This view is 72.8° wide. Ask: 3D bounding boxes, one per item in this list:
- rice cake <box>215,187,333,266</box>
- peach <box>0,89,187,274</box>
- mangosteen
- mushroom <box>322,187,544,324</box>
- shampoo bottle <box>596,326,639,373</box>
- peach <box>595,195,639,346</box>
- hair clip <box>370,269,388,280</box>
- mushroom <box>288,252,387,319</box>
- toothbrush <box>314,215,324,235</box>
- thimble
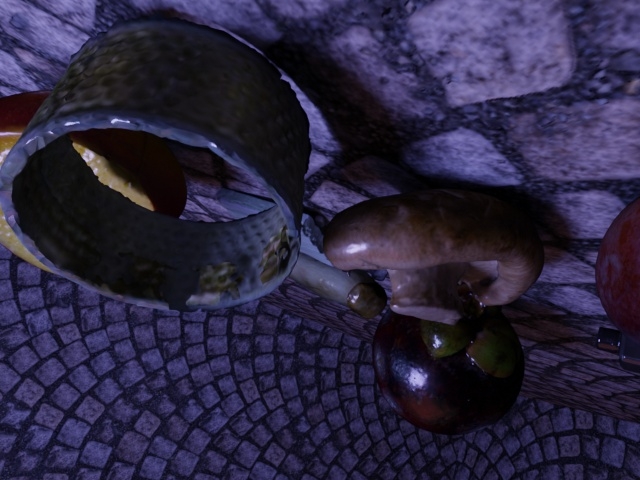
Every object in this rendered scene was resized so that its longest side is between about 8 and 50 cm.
[{"bbox_3d":[-0.077,-0.024,0.826,0.198,0.037,0.189,16,161,33],"label":"rice cake"},{"bbox_3d":[-0.346,-0.086,0.606,0.245,0.248,0.275,35,174,44],"label":"peach"},{"bbox_3d":[0.241,0.219,0.837,0.300,0.300,0.300,18,164,5],"label":"mangosteen"},{"bbox_3d":[0.156,0.007,0.505,0.286,0.156,0.151,14,156,-25],"label":"mushroom"},{"bbox_3d":[0.578,0.181,0.679,0.246,0.080,0.079,7,158,38],"label":"shampoo bottle"},{"bbox_3d":[0.323,0.036,0.373,0.152,0.152,0.152,18,164,5],"label":"peach"},{"bbox_3d":[0.116,0.015,0.756,0.146,0.056,0.187,18,156,10],"label":"hair clip"},{"bbox_3d":[-0.007,0.067,0.913,0.333,0.087,0.107,21,159,37],"label":"mushroom"},{"bbox_3d":[0.000,0.000,0.883,0.018,0.024,0.257,18,163,6],"label":"toothbrush"},{"bbox_3d":[-0.141,-0.055,0.433,0.271,0.150,0.271,1,140,1],"label":"thimble"}]
